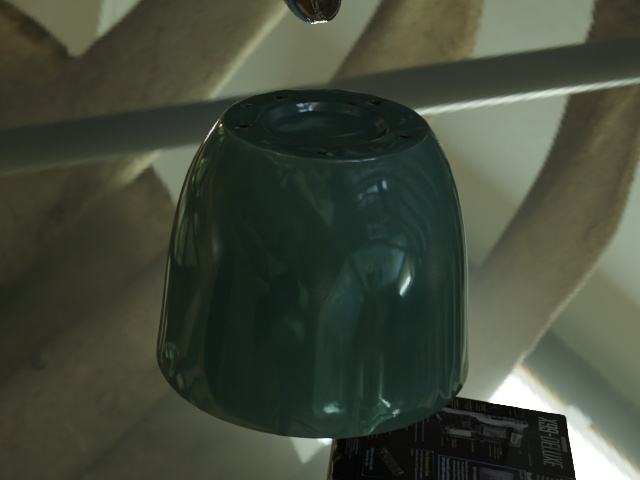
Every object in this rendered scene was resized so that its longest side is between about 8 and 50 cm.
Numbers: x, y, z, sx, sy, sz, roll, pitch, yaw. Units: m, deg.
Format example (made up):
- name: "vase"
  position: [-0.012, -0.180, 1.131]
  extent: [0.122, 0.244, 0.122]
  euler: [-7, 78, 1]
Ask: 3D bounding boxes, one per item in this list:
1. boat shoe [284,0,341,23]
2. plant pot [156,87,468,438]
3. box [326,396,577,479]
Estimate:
- name: "boat shoe"
  position: [0.001, -0.253, 1.145]
  extent: [0.066, 0.066, 0.183]
  euler: [21, -27, 23]
- name: "plant pot"
  position: [0.000, 0.000, 1.187]
  extent: [0.293, 0.293, 0.235]
  euler: [27, -56, 39]
- name: "box"
  position: [0.124, 0.254, 1.265]
  extent: [0.243, 0.307, 0.076]
  euler: [9, -66, 0]
